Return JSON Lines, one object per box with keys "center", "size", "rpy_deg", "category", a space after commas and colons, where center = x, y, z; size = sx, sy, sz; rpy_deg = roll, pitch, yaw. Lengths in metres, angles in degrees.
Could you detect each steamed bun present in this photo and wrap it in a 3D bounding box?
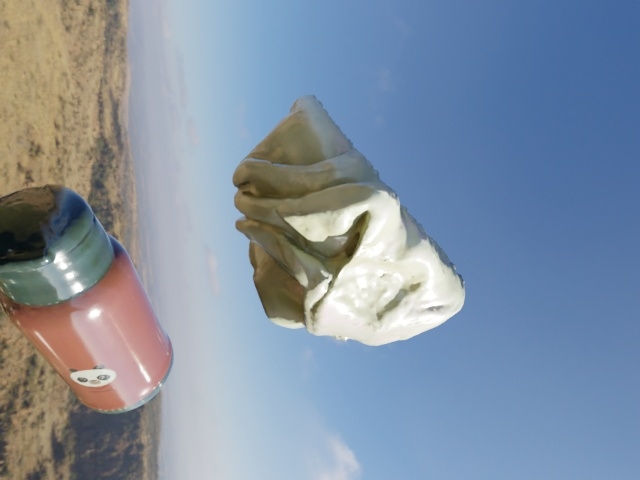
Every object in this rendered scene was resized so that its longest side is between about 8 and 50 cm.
{"center": [0.000, 0.000, 0.491], "size": [0.280, 0.207, 0.268], "rpy_deg": [44, 12, -38], "category": "steamed bun"}

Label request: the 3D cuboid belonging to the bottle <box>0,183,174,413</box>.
{"center": [-0.281, 0.083, 0.516], "size": [0.336, 0.143, 0.144], "rpy_deg": [96, -21, -48], "category": "bottle"}
